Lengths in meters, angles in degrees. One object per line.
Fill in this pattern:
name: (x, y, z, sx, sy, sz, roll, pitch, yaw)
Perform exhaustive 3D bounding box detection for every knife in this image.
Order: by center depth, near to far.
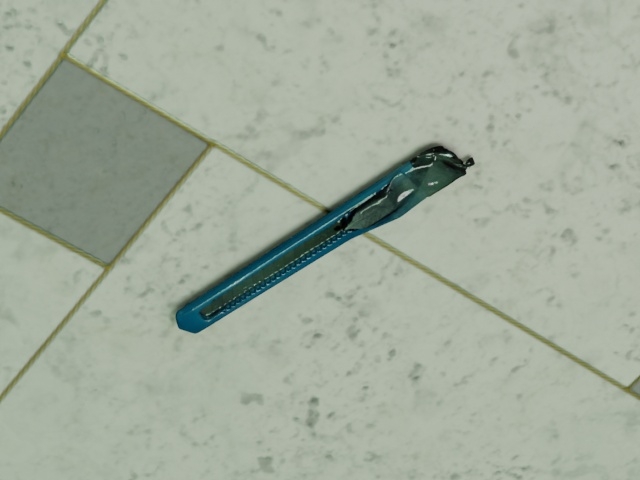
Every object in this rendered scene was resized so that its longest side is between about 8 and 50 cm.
knife: (0.001, 0.002, 1.494, 0.296, 0.026, 0.044, -33, 136, 11)
